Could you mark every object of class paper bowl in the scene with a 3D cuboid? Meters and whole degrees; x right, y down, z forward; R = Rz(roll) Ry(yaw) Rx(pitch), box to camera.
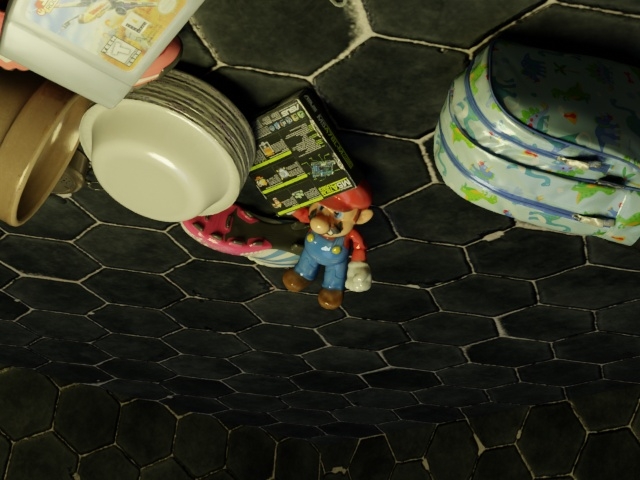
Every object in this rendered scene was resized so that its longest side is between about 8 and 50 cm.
[{"bbox_3d":[-0.261,-0.141,1.372,0.284,0.148,0.284,14,146,10],"label":"paper bowl"}]

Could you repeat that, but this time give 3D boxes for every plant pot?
[{"bbox_3d":[-0.523,-0.188,1.317,0.229,0.263,0.263,29,149,-8],"label":"plant pot"}]

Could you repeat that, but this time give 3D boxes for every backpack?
[{"bbox_3d":[0.348,-0.149,1.222,0.356,0.290,0.273,6,146,11],"label":"backpack"}]

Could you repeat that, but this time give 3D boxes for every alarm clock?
[{"bbox_3d":[-0.502,-0.131,1.601,0.192,0.064,0.129,21,149,-36],"label":"alarm clock"}]

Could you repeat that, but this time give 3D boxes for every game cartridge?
[{"bbox_3d":[-0.276,-0.312,1.059,0.198,0.062,0.297,22,128,-39],"label":"game cartridge"}]

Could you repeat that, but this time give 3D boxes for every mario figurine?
[{"bbox_3d":[0.000,0.000,1.579,0.198,0.170,0.320,1,133,-13],"label":"mario figurine"}]

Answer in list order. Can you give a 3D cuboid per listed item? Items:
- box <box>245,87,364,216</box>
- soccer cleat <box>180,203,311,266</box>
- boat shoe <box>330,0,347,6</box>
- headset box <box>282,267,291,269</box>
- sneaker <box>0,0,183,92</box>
[{"bbox_3d":[-0.049,-0.146,1.420,0.191,0.045,0.184,-20,117,39],"label":"box"},{"bbox_3d":[-0.143,0.003,1.747,0.331,0.116,0.143,13,151,-17],"label":"soccer cleat"},{"bbox_3d":[0.026,-0.362,0.901,0.501,0.156,0.186,1,139,3],"label":"boat shoe"},{"bbox_3d":[-0.083,0.038,1.905,0.083,0.032,0.062,20,149,-27],"label":"headset box"},{"bbox_3d":[-0.354,-0.299,1.172,0.314,0.115,0.136,6,151,-5],"label":"sneaker"}]
